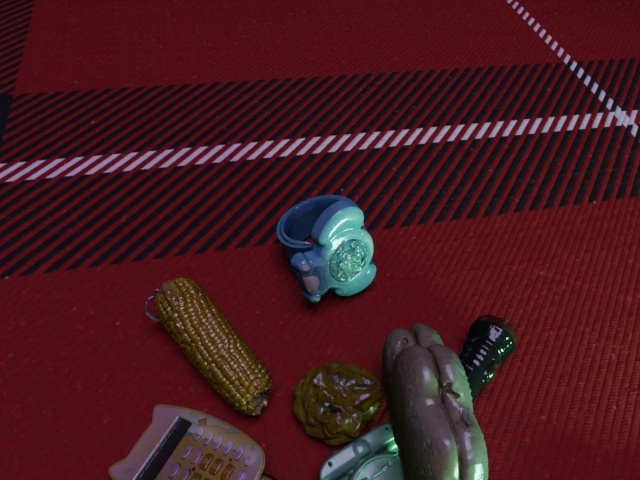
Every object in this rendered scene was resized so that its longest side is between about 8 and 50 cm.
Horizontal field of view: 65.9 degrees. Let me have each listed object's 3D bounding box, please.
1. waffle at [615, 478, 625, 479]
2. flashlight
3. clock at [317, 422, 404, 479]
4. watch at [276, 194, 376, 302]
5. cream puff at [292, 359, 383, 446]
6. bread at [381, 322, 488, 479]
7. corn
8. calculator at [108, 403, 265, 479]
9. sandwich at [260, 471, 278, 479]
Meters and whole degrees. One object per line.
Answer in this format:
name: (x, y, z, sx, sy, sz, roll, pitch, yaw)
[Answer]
waffle: (0.573, 0.481, 0.703, 0.301, 0.058, 0.281, 25, 45, 13)
flashlight: (0.262, 0.235, 0.865, 0.093, 0.093, 0.232, 32, 58, 19)
clock: (0.106, 0.394, 0.734, 0.159, 0.066, 0.211, -25, 59, -23)
watch: (0.000, 0.000, 0.984, 0.211, 0.211, 0.193, -21, 36, -21)
cream puff: (0.028, 0.255, 0.807, 0.146, 0.116, 0.146, 5, 53, -6)
bread: (0.158, 0.260, 0.693, 0.102, 0.183, 0.337, -6, 51, -1)
corn: (-0.189, 0.176, 0.853, 0.106, 0.106, 0.293, -33, 62, -28)
calculator: (-0.190, 0.338, 0.730, 0.236, 0.033, 0.157, 12, 48, 28)
sandwich: (-0.042, 0.423, 0.647, 0.214, 0.065, 0.186, 3, 47, 26)
